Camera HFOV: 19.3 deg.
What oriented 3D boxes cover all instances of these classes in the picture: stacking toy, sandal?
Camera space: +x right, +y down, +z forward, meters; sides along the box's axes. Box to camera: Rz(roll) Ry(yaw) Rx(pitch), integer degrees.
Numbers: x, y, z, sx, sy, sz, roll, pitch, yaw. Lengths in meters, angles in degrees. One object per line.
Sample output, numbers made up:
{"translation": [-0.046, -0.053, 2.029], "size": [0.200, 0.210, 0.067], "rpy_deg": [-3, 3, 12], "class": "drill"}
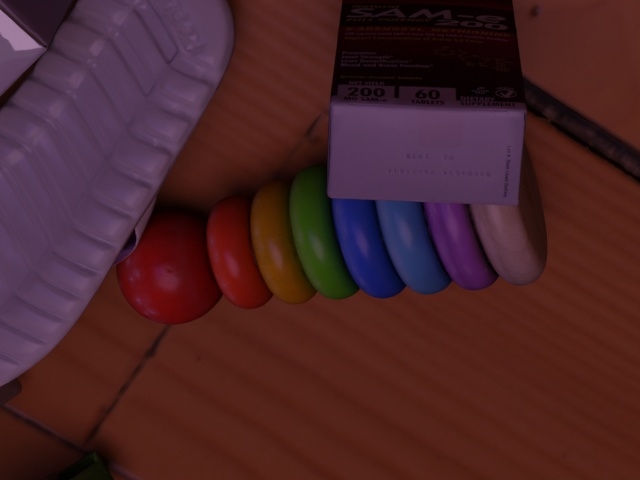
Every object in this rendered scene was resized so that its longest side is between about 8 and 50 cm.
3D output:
{"translation": [0.000, 0.000, 1.447], "size": [0.330, 0.141, 0.141], "rpy_deg": [-14, 116, 16], "class": "stacking toy"}
{"translation": [-0.204, -0.031, 1.440], "size": [0.169, 0.102, 0.416], "rpy_deg": [45, 99, 6], "class": "sandal"}

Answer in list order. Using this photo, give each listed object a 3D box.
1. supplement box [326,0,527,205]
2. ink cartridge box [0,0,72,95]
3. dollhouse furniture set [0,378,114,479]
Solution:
{"translation": [0.074, -0.108, 1.317], "size": [0.130, 0.239, 0.073], "rpy_deg": [2, 116, 1], "class": "supplement box"}
{"translation": [-0.284, -0.129, 1.372], "size": [0.093, 0.154, 0.212], "rpy_deg": [41, 112, -17], "class": "ink cartridge box"}
{"translation": [-0.357, 0.220, 1.608], "size": [0.301, 0.151, 0.197], "rpy_deg": [-34, 91, 36], "class": "dollhouse furniture set"}
